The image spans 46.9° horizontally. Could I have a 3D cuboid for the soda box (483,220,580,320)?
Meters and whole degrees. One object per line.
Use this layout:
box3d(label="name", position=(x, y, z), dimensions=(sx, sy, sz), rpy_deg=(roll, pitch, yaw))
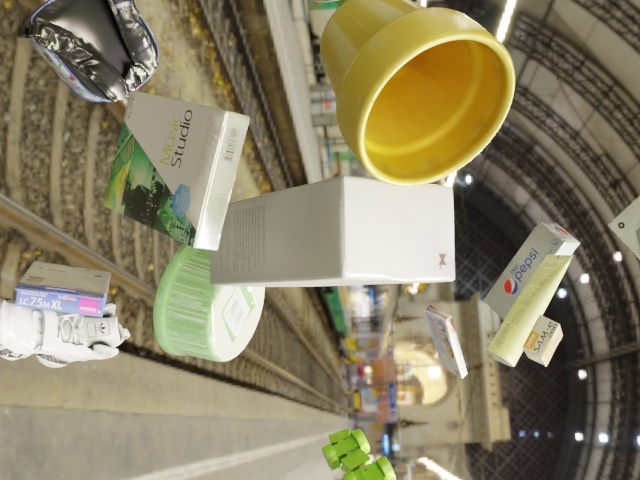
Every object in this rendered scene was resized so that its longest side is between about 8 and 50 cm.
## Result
box3d(label="soda box", position=(0.575, 0.087, 2.022), dimensions=(0.098, 0.091, 0.286), rpy_deg=(49, -58, 37))

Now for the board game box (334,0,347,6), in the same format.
box3d(label="board game box", position=(0.094, -0.680, 1.736), dimensions=(0.259, 0.030, 0.136), rpy_deg=(-62, -142, 22))

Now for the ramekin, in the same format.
box3d(label="ramekin", position=(-0.259, 0.151, 1.810), dimensions=(0.303, 0.148, 0.303), rpy_deg=(13, 90, -69))

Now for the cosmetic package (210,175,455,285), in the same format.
box3d(label="cosmetic package", position=(0.000, 0.000, 1.314), dimensions=(0.453, 0.230, 0.161), rpy_deg=(-6, -98, 55))

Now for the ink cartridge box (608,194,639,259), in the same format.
box3d(label="ink cartridge box", position=(0.741, -0.025, 1.494), dimensions=(0.224, 0.045, 0.223), rpy_deg=(53, -55, 24))

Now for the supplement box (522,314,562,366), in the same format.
box3d(label="supplement box", position=(0.362, 0.164, 1.199), dimensions=(0.062, 0.036, 0.098), rpy_deg=(-61, 153, -5))

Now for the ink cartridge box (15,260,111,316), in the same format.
box3d(label="ink cartridge box", position=(-0.581, 0.112, 1.683), dimensions=(0.311, 0.186, 0.065), rpy_deg=(-156, -104, -74))

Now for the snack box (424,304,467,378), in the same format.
box3d(label="snack box", position=(0.270, 0.218, 1.585), dimensions=(0.064, 0.022, 0.178), rpy_deg=(28, -32, 48))

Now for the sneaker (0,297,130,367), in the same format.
box3d(label="sneaker", position=(-0.584, 0.198, 1.678), dimensions=(0.366, 0.210, 0.137), rpy_deg=(66, 13, -70))

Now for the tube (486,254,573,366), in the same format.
box3d(label="tube", position=(0.407, 0.128, 1.428), dimensions=(0.240, 0.070, 0.062), rpy_deg=(-58, 143, -9))

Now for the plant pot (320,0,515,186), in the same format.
box3d(label="plant pot", position=(0.120, -0.249, 1.110), dimensions=(0.254, 0.254, 0.239), rpy_deg=(84, -18, -46))

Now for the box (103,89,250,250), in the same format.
box3d(label="box", position=(-0.266, -0.134, 1.312), dimensions=(0.059, 0.322, 0.232), rpy_deg=(9, 97, -44))

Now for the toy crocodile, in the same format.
box3d(label="toy crocodile", position=(0.099, 0.571, 1.838), dimensions=(0.340, 0.115, 0.105), rpy_deg=(36, -33, 62))

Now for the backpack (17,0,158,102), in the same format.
box3d(label="backpack", position=(-0.519, -0.452, 1.703), dimensions=(0.263, 0.276, 0.213), rpy_deg=(54, -17, -22))
